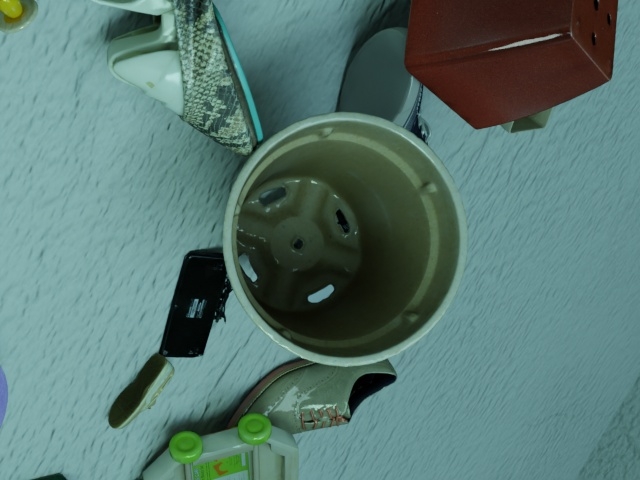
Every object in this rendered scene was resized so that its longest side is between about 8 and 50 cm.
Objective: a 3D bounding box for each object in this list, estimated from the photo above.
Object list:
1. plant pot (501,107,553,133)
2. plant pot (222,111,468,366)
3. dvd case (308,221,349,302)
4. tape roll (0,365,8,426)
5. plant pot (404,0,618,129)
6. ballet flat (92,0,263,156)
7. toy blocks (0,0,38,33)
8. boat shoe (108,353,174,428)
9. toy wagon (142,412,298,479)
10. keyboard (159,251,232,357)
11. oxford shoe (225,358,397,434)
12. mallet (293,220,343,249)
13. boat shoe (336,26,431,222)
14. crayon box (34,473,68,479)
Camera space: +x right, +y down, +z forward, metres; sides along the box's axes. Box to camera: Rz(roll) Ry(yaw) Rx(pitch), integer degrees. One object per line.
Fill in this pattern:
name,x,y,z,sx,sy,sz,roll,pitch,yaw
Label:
plant pot,0.348,-0.262,2.083,0.109,0.096,0.109,-12,128,-42
plant pot,0.000,0.000,1.687,0.333,0.305,0.334,0,89,-14
dvd case,0.035,0.054,2.012,0.179,0.029,0.239,-18,145,-43
tape roll,-0.541,0.219,1.499,0.274,0.090,0.275,-30,138,-30
plant pot,0.300,-0.338,1.757,0.267,0.235,0.267,27,67,-54
ballet flat,-0.191,-0.299,1.420,0.182,0.164,0.483,-18,128,-15
toy blocks,-0.343,-0.318,1.296,0.123,0.054,0.148,-45,144,-10
boat shoe,-0.276,0.243,1.850,0.135,0.050,0.045,-50,139,-4
toy wagon,-0.205,0.417,2.014,0.344,0.068,0.267,-12,134,-14
keyboard,-0.190,0.098,1.852,0.100,0.038,0.192,7,118,-25
oxford shoe,-0.015,0.288,2.110,0.348,0.130,0.123,-34,143,-23
mallet,-0.002,-0.011,1.960,0.189,0.039,0.062,-42,149,-21
boat shoe,0.115,-0.192,1.875,0.158,0.127,0.341,-20,142,-44
crayon box,-0.520,0.478,1.750,0.318,0.081,0.202,-6,124,-45
